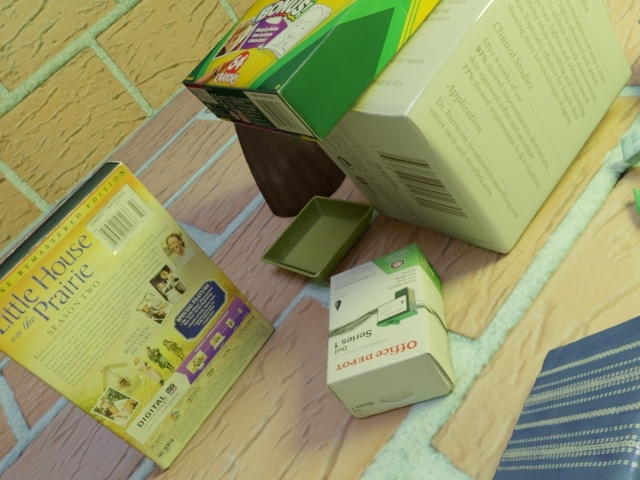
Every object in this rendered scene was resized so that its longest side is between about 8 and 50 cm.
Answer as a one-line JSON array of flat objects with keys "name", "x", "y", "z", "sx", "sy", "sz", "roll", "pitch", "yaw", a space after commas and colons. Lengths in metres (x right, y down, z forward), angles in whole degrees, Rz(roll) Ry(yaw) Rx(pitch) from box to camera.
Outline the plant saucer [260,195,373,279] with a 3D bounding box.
[{"name": "plant saucer", "x": 0.000, "y": 0.000, "z": 1.197, "sx": 0.188, "sy": 0.045, "sz": 0.188, "roll": 14, "pitch": 58, "yaw": 51}]

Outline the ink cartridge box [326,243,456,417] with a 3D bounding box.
[{"name": "ink cartridge box", "x": 0.099, "y": 0.130, "z": 0.899, "sx": 0.160, "sy": 0.092, "sz": 0.219, "roll": -23, "pitch": 35, "yaw": 20}]

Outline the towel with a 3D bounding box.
[{"name": "towel", "x": 0.237, "y": 0.223, "z": 0.585, "sx": 0.336, "sy": 0.040, "sz": 0.243, "roll": -55, "pitch": -4, "yaw": -25}]

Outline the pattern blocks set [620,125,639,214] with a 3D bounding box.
[{"name": "pattern blocks set", "x": 0.515, "y": -0.162, "z": 0.765, "sx": 0.324, "sy": 0.026, "sz": 0.285, "roll": 123, "pitch": 162, "yaw": -45}]

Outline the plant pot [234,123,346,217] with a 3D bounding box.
[{"name": "plant pot", "x": -0.086, "y": -0.209, "z": 1.365, "sx": 0.215, "sy": 0.230, "sz": 0.215, "roll": -24, "pitch": 34, "yaw": 18}]

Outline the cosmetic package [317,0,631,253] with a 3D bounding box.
[{"name": "cosmetic package", "x": 0.227, "y": -0.253, "z": 1.005, "sx": 0.393, "sy": 0.329, "sz": 0.327, "roll": -52, "pitch": 35, "yaw": -10}]

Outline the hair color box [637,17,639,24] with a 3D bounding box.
[{"name": "hair color box", "x": 0.618, "y": -0.301, "z": 0.860, "sx": 0.374, "sy": 0.114, "sz": 0.185, "roll": -85, "pitch": 19, "yaw": -50}]

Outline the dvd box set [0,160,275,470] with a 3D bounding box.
[{"name": "dvd box set", "x": -0.290, "y": 0.130, "z": 0.961, "sx": 0.062, "sy": 0.420, "sz": 0.307, "roll": 11, "pitch": 56, "yaw": 49}]

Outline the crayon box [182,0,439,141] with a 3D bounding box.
[{"name": "crayon box", "x": -0.024, "y": -0.321, "z": 0.950, "sx": 0.313, "sy": 0.106, "sz": 0.363, "roll": -52, "pitch": 35, "yaw": -9}]
